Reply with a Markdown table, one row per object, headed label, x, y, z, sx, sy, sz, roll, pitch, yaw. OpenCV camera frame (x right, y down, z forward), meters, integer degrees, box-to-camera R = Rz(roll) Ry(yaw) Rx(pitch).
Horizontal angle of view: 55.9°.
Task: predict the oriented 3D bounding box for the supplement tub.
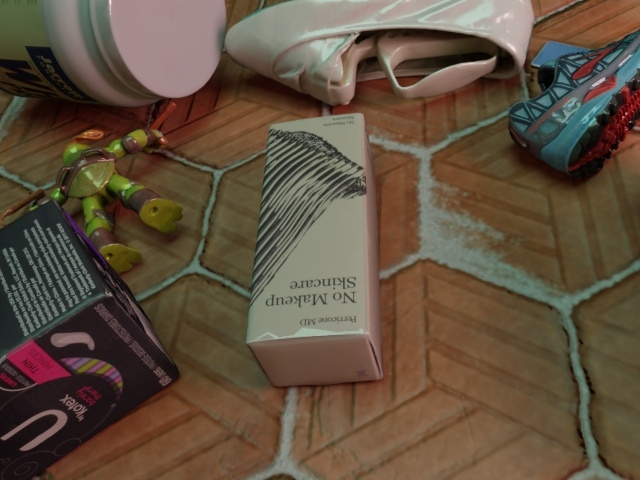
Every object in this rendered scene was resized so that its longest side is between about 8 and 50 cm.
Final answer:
| label | x | y | z | sx | sy | sz | roll | pitch | yaw |
| --- | --- | --- | --- | --- | --- | --- | --- | --- | --- |
| supplement tub | -0.315 | -0.303 | 0.811 | 0.325 | 0.235 | 0.235 | 12 | 57 | 29 |

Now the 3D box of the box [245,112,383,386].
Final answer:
| label | x | y | z | sx | sy | sz | roll | pitch | yaw |
| --- | --- | --- | --- | --- | --- | --- | --- | --- | --- |
| box | 0.000 | 0.000 | 0.606 | 0.113 | 0.094 | 0.275 | -7 | 51 | 9 |

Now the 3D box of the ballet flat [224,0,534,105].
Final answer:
| label | x | y | z | sx | sy | sz | roll | pitch | yaw |
| --- | --- | --- | --- | --- | --- | --- | --- | --- | --- |
| ballet flat | 0.067 | -0.239 | 0.767 | 0.401 | 0.139 | 0.139 | -5 | 52 | 9 |

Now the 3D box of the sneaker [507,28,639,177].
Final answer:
| label | x | y | z | sx | sy | sz | roll | pitch | yaw |
| --- | --- | --- | --- | --- | --- | --- | --- | --- | --- |
| sneaker | 0.309 | -0.189 | 0.672 | 0.262 | 0.104 | 0.125 | -42 | 53 | -19 |

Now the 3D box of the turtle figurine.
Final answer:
| label | x | y | z | sx | sy | sz | roll | pitch | yaw |
| --- | --- | --- | --- | --- | --- | --- | --- | --- | --- |
| turtle figurine | -0.257 | -0.074 | 0.730 | 0.270 | 0.087 | 0.217 | -37 | 54 | -15 |

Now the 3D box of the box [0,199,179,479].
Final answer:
| label | x | y | z | sx | sy | sz | roll | pitch | yaw |
| --- | --- | --- | --- | --- | --- | --- | --- | --- | --- |
| box | -0.296 | 0.119 | 0.540 | 0.270 | 0.165 | 0.143 | -34 | 54 | -12 |

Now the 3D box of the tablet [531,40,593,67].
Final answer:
| label | x | y | z | sx | sy | sz | roll | pitch | yaw |
| --- | --- | --- | --- | --- | --- | --- | --- | --- | --- |
| tablet | 0.316 | -0.227 | 0.761 | 0.083 | 0.006 | 0.054 | 25 | 63 | 30 |
